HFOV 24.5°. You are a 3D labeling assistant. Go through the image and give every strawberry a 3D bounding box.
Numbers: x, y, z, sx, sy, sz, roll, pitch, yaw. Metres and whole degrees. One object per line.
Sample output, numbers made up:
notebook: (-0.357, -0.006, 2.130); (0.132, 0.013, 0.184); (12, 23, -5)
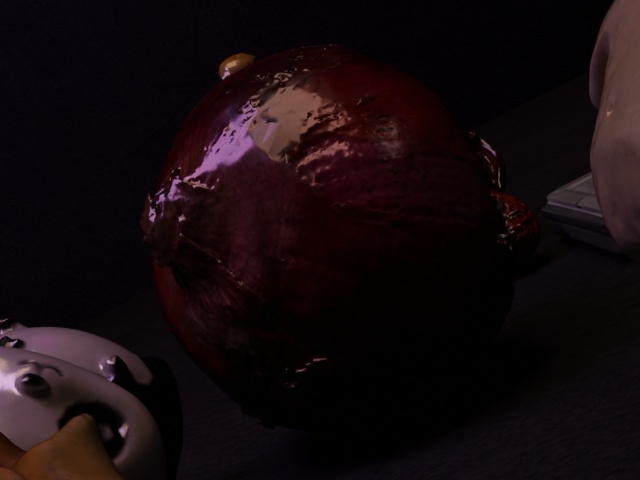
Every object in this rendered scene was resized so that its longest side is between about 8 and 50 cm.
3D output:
strawberry: (0.157, -0.005, 1.326); (0.083, 0.083, 0.096); (-23, -6, 26)

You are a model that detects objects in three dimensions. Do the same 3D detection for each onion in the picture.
onion: (0.000, 0.000, 1.026); (0.276, 0.276, 0.276); (-26, 6, 3)

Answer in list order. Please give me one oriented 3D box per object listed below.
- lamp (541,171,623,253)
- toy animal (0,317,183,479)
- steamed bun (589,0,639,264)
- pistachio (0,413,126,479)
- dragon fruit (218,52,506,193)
lamp: (0.336, -0.069, 1.262); (0.266, 0.047, 0.269); (-28, 6, -2)
toy animal: (-0.193, 0.150, 0.991); (0.187, 0.165, 0.235); (13, 4, 4)
steamed bun: (0.245, -0.080, 0.697); (0.289, 0.203, 0.276); (-19, -12, -15)
pistachio: (-0.159, 0.161, 0.546); (0.238, 0.229, 0.321); (-64, 11, -20)
dragon fruit: (-0.018, -0.063, 1.435); (0.314, 0.263, 0.296); (-29, -8, -48)
